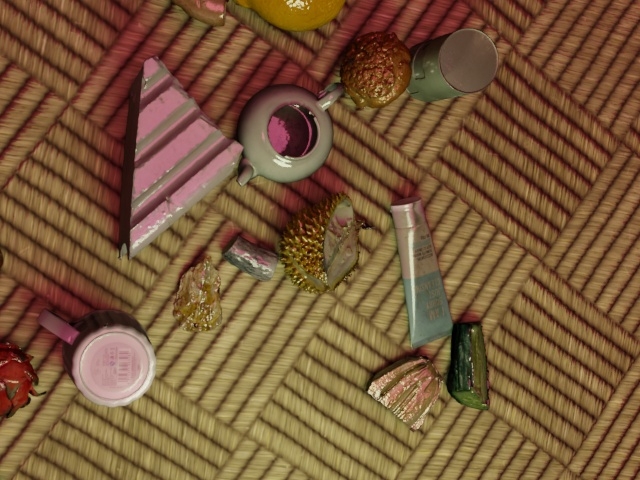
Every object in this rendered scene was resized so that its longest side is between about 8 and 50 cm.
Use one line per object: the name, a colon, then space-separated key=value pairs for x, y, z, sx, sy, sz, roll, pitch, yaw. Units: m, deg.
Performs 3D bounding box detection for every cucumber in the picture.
cucumber: x=-0.139 y=0.035 z=1.875 sx=0.112 sy=0.064 sz=0.064 roll=26 pitch=86 yaw=-13
cucumber: x=0.310 y=0.268 z=2.005 sx=0.115 sy=0.086 sz=0.193 roll=1 pitch=92 yaw=-60

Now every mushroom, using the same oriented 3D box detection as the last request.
mushroom: x=-0.250 y=-0.535 z=1.770 sx=0.151 sy=0.156 sz=0.285 roll=-4 pitch=82 yaw=-4

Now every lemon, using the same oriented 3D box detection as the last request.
lemon: x=-0.048 y=-0.492 z=1.806 sx=0.244 sy=0.187 sz=0.186 roll=-9 pitch=96 yaw=-10

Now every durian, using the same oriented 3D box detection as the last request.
durian: x=0.000 y=0.000 z=1.879 sx=0.237 sy=0.138 sz=0.193 roll=-28 pitch=114 yaw=-56

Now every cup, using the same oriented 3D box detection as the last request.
cup: x=-0.411 y=0.215 z=1.731 sx=0.221 sy=0.202 sz=0.166 roll=5 pitch=89 yaw=-17

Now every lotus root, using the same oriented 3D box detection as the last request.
lotus root: x=0.184 y=0.308 z=1.977 sx=0.144 sy=0.070 sz=0.143 roll=-42 pitch=97 yaw=-6

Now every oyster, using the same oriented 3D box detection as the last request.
oyster: x=-0.233 y=0.115 z=1.866 sx=0.146 sy=0.045 sz=0.121 roll=-49 pitch=118 yaw=-8

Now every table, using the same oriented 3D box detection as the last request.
table: x=0.252 y=-0.345 z=1.880 sx=0.126 sy=0.220 sz=0.126 roll=-1 pitch=95 yaw=-15

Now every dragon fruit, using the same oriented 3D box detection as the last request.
dragon fruit: x=-0.583 y=0.257 z=1.733 sx=0.121 sy=0.130 sz=0.142 roll=-37 pitch=125 yaw=-52

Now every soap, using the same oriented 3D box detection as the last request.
soap: x=-0.338 y=-0.152 z=1.753 sx=0.302 sy=0.159 sz=0.258 roll=-44 pitch=107 yaw=-12

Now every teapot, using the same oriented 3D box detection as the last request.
teapot: x=-0.065 y=-0.210 z=1.843 sx=0.294 sy=0.129 sz=0.193 roll=-43 pitch=104 yaw=-9

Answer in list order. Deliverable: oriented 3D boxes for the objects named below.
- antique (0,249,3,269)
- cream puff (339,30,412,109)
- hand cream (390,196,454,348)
antique: x=-0.626 y=0.036 z=1.715 sx=0.104 sy=0.104 sz=0.104 roll=-1 pitch=93 yaw=-16
cream puff: x=0.106 y=-0.344 z=1.872 sx=0.150 sy=0.165 sz=0.115 roll=-35 pitch=137 yaw=13
hand cream: x=0.208 y=0.069 z=1.972 sx=0.111 sy=0.070 sz=0.312 roll=-20 pitch=102 yaw=-22
